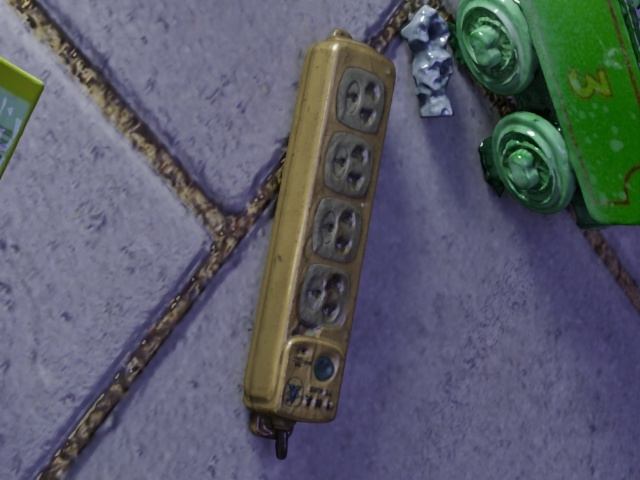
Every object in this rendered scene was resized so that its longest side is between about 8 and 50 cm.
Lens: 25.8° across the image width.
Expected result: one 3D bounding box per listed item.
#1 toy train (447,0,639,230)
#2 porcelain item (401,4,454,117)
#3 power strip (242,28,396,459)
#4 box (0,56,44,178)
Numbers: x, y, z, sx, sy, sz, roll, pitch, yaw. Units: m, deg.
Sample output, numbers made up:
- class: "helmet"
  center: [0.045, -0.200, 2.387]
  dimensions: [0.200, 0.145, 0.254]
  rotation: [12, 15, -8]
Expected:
- class: "toy train"
  center: [0.207, -0.123, 1.031]
  dimensions: [0.132, 0.188, 0.243]
  rotation: [-31, 110, -31]
- class: "porcelain item"
  center: [0.082, -0.132, 1.033]
  dimensions: [0.036, 0.028, 0.083]
  rotation: [-14, 99, -34]
- class: "power strip"
  center: [0.000, 0.000, 0.964]
  dimensions: [0.064, 0.044, 0.305]
  rotation: [15, 83, -38]
- class: "box"
  center: [-0.256, 0.067, 0.676]
  dimensions: [0.047, 0.187, 0.335]
  rotation: [32, 72, -31]
